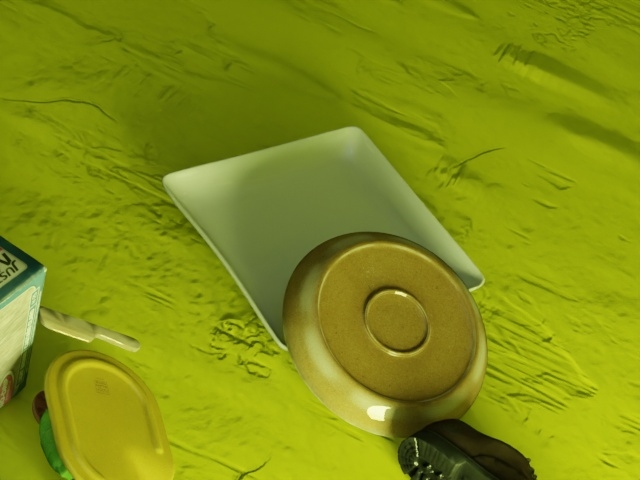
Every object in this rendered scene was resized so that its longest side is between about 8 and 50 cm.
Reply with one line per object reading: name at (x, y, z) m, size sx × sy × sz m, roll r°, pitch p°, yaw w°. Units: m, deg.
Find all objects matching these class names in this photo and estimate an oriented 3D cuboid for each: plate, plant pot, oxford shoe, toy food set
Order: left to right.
toy food set at (-0.218, 0.178, 1.457) m, size 0.128 × 0.071 × 0.218 m, roll 17°, pitch 39°, yaw -37°
plate at (0.000, 0.000, 1.715) m, size 0.277 × 0.045 × 0.278 m, roll -17°, pitch 53°, yaw -32°
plant pot at (0.075, 0.090, 1.605) m, size 0.236 × 0.032 × 0.236 m, roll 11°, pitch 59°, yaw -19°
oxford shoe at (0.191, 0.248, 1.500) m, size 0.227 × 0.082 × 0.096 m, roll 41°, pitch 44°, yaw 22°

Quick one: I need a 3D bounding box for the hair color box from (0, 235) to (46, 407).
hair color box at (-0.433, 0.019, 1.462) m, size 0.347 × 0.174 × 0.105 m, roll 33°, pitch 44°, yaw 15°
